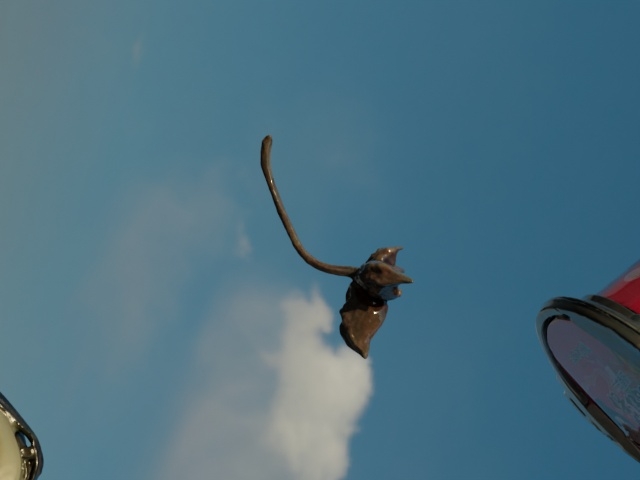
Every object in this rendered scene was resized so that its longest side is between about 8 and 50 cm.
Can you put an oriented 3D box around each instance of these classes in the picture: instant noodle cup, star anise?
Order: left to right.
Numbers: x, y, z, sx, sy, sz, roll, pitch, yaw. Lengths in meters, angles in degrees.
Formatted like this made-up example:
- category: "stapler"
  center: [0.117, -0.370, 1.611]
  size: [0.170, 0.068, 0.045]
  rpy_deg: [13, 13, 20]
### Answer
- category: "star anise"
  center: [0.000, 0.000, 1.383]
  size: [0.148, 0.227, 0.219]
  rpy_deg: [114, -1, -65]
- category: "instant noodle cup"
  center: [0.345, 0.094, 1.037]
  size: [0.181, 0.258, 0.302]
  rpy_deg: [-43, -165, -12]

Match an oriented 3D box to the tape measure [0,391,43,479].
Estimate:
- category: "tape measure"
  center: [-0.439, 0.214, 1.251]
  size: [0.271, 0.231, 0.133]
  rpy_deg: [54, -27, 25]
